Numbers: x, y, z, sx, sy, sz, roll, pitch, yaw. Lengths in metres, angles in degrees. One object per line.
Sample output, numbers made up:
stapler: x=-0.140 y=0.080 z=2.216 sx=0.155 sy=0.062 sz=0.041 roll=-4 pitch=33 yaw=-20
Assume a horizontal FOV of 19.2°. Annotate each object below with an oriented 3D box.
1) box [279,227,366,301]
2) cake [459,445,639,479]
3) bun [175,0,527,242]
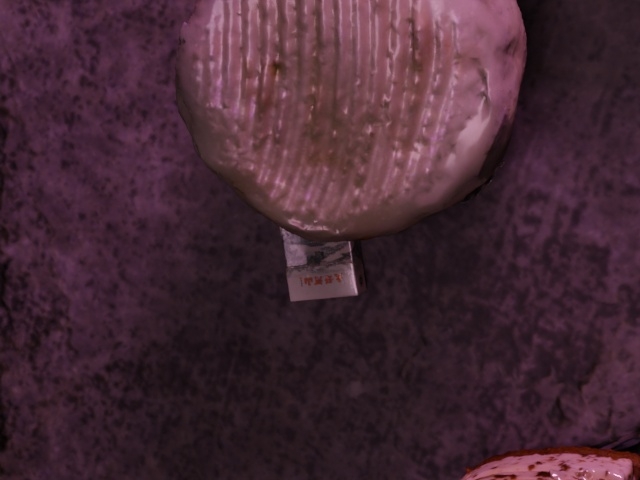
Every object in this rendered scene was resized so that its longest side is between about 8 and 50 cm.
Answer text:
box: x=0.000 y=0.000 z=1.368 sx=0.054 sy=0.024 sz=0.083 roll=-6 pitch=97 yaw=18
cake: x=0.147 y=0.264 z=1.320 sx=0.135 sy=0.112 sz=0.246 roll=10 pitch=106 yaw=20
bun: x=0.027 y=-0.116 z=1.273 sx=0.239 sy=0.141 sz=0.239 roll=4 pitch=114 yaw=9
